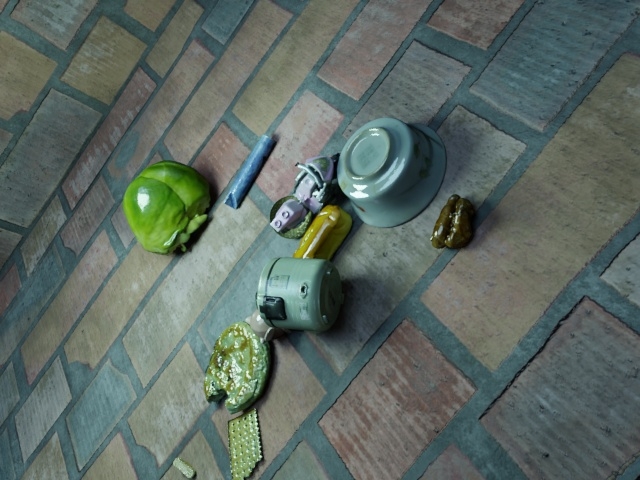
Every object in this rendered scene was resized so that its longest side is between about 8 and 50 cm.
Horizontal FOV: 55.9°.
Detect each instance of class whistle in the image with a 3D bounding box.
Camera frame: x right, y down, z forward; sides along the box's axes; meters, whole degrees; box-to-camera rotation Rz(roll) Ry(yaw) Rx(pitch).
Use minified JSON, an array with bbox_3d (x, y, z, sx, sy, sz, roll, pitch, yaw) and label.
[{"bbox_3d":[-0.271,-0.261,2.285,0.062,0.062,0.304,33,94,45],"label":"whistle"}]

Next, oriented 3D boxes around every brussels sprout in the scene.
[{"bbox_3d":[-0.620,-0.135,2.391,0.371,0.315,0.276,-69,21,1],"label":"brussels sprout"}]

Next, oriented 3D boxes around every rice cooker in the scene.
[{"bbox_3d":[-0.068,0.160,1.770,0.244,0.226,0.225,5,73,21],"label":"rice cooker"}]

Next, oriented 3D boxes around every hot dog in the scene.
[{"bbox_3d":[-0.444,0.749,1.984,0.090,0.034,0.030,28,80,26],"label":"hot dog"}]

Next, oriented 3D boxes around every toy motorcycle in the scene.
[{"bbox_3d":[-0.042,-0.154,1.903,0.143,0.188,0.327,44,100,15],"label":"toy motorcycle"}]

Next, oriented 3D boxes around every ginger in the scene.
[{"bbox_3d":[0.359,-0.051,1.611,0.103,0.073,0.162,10,77,43],"label":"ginger"}]

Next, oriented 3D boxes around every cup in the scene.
[{"bbox_3d":[0.182,-0.226,1.791,0.347,0.163,0.347,-18,59,34],"label":"cup"}]

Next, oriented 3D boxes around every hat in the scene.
[{"bbox_3d":[-0.096,-0.079,2.046,0.146,0.067,0.145,1,95,7],"label":"hat"}]

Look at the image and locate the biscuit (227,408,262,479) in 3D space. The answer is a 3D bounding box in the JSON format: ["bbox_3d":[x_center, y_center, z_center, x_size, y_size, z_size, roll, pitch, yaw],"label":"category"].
[{"bbox_3d":[-0.233,0.633,1.860,0.144,0.016,0.203,-33,51,26],"label":"biscuit"}]

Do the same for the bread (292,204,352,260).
[{"bbox_3d":[0.000,0.000,1.899,0.245,0.094,0.102,-56,39,6],"label":"bread"}]

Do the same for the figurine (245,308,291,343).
[{"bbox_3d":[-0.160,0.260,1.903,0.138,0.125,0.125,27,90,55],"label":"figurine"}]

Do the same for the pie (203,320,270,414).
[{"bbox_3d":[-0.273,0.409,1.968,0.303,0.067,0.302,-20,58,36],"label":"pie"}]
